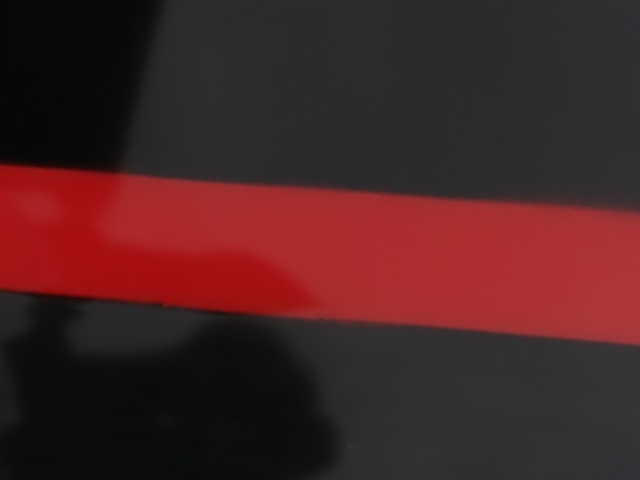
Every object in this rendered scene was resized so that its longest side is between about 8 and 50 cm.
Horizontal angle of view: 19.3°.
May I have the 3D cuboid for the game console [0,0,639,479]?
[{"bbox_3d":[0.000,0.000,0.399,0.060,0.386,0.342,-64,156,-63],"label":"game console"}]
